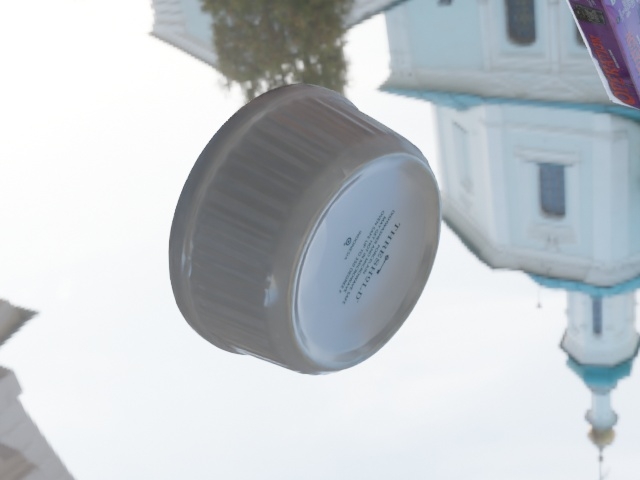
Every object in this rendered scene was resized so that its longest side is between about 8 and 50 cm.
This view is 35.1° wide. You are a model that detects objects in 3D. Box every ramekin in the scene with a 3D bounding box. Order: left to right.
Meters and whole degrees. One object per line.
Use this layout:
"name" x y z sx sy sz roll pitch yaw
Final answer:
"ramekin" 0.000 0.000 0.938 0.127 0.273 0.273 25 -133 37

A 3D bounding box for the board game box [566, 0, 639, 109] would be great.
"board game box" 0.286 -0.294 0.903 0.056 0.347 0.208 21 -104 37
